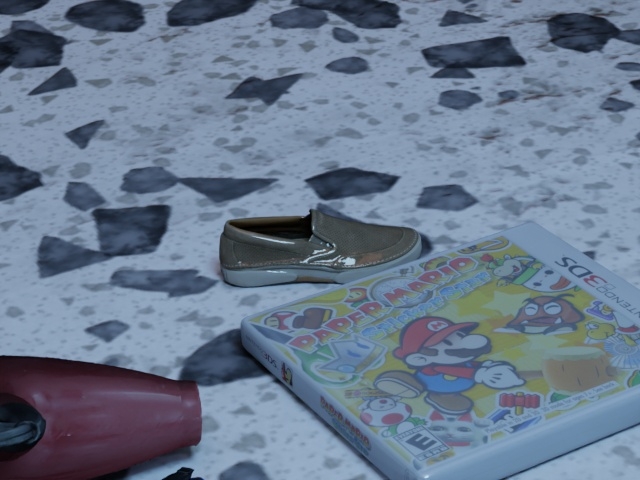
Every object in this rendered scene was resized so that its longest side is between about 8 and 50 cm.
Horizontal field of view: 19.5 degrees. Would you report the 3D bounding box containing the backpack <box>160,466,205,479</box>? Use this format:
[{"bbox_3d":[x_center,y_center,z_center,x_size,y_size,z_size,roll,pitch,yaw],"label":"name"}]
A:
[{"bbox_3d":[-0.096,0.179,0.851,0.120,0.101,0.098,-13,28,-11],"label":"backpack"}]

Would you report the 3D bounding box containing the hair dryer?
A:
[{"bbox_3d":[-0.170,0.108,0.956,0.224,0.080,0.293,4,6,36],"label":"hair dryer"}]

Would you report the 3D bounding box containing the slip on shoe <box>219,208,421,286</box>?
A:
[{"bbox_3d":[0.000,0.000,1.232,0.135,0.041,0.051,-4,29,-1],"label":"slip on shoe"}]

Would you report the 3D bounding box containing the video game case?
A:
[{"bbox_3d":[0.099,0.065,1.120,0.227,0.026,0.206,-18,32,-26],"label":"video game case"}]
